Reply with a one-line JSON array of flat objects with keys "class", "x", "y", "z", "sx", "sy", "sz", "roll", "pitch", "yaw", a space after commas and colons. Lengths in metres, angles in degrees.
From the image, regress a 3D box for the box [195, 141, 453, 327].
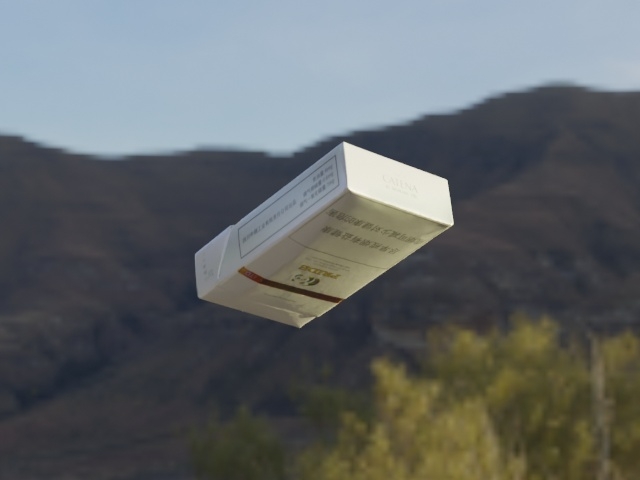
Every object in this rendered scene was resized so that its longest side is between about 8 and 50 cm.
[{"class": "box", "x": 0.000, "y": 0.001, "z": 1.093, "sx": 0.084, "sy": 0.040, "sz": 0.154, "roll": 16, "pitch": -35, "yaw": -36}]
